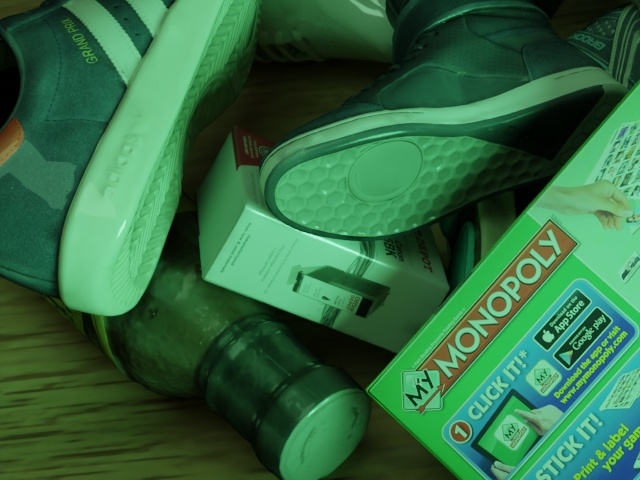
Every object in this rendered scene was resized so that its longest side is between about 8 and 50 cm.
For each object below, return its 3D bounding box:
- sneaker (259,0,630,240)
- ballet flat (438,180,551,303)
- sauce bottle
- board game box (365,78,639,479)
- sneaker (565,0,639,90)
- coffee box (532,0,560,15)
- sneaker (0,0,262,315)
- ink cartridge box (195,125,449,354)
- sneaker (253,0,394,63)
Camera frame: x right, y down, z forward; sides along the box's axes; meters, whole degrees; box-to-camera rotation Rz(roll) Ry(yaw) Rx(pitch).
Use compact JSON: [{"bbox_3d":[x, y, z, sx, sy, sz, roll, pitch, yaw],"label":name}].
[{"bbox_3d":[0.045,-0.090,0.990,0.226,0.086,0.163,-14,48,-23],"label":"sneaker"},{"bbox_3d":[0.109,0.001,1.028,0.086,0.086,0.248,-8,53,10],"label":"ballet flat"},{"bbox_3d":[-0.107,0.021,1.048,0.111,0.111,0.344,-41,54,-14],"label":"sauce bottle"},{"bbox_3d":[0.205,0.033,0.883,0.213,0.046,0.317,44,98,17],"label":"board game box"},{"bbox_3d":[0.206,-0.029,1.018,0.122,0.110,0.283,-22,46,17],"label":"sneaker"},{"bbox_3d":[0.035,-0.268,1.176,0.297,0.168,0.119,28,67,30],"label":"coffee box"},{"bbox_3d":[-0.129,-0.114,1.016,0.148,0.131,0.350,15,45,8],"label":"sneaker"},{"bbox_3d":[0.000,0.000,1.001,0.135,0.056,0.099,22,27,-20],"label":"ink cartridge box"},{"bbox_3d":[-0.034,-0.159,1.182,0.235,0.090,0.095,26,79,33],"label":"sneaker"}]
